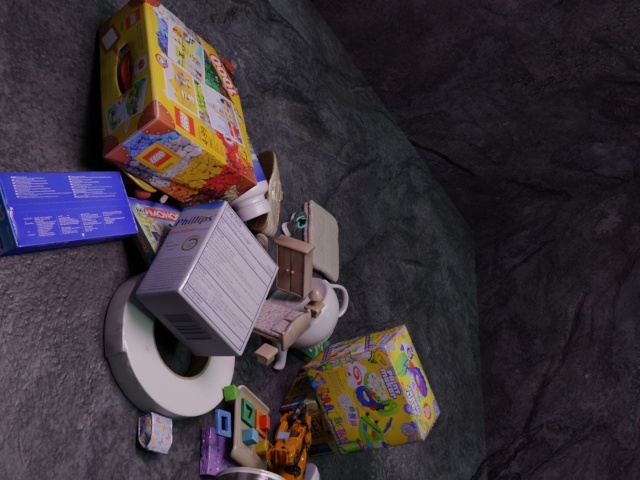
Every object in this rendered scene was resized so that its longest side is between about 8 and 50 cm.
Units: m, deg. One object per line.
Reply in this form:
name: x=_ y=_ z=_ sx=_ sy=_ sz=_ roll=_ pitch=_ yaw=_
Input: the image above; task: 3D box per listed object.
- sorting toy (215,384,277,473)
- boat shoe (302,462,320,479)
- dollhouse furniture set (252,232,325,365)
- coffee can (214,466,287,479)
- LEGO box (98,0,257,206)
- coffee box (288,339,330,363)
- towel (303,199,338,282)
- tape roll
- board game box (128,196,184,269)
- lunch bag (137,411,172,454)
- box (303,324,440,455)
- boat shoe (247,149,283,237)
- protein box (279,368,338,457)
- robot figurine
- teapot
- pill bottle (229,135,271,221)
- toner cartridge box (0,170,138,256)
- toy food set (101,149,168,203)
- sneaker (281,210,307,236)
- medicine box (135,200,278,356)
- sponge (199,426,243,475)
sorting toy: x=-0.173 y=0.506 z=1.777 sx=0.347 sy=0.047 sz=0.195 roll=57 pitch=26 yaw=-46
boat shoe: x=-0.067 y=0.779 z=1.813 sx=0.156 sy=0.136 sz=0.367 roll=67 pitch=19 yaw=-11
dollhouse furniture set: x=-0.170 y=0.139 z=1.878 sx=0.355 sy=0.304 sz=0.173 roll=-40 pitch=141 yaw=-49
coffee can: x=-0.182 y=0.706 z=1.569 sx=0.201 sy=0.202 sz=0.275 roll=48 pitch=34 yaw=-33
LEGO box: x=-0.394 y=-0.369 z=1.826 sx=0.372 sy=0.193 sz=0.499 roll=33 pitch=34 yaw=-48
coffee box: x=-0.035 y=0.349 z=2.220 sx=0.184 sy=0.041 sz=0.113 roll=44 pitch=38 yaw=-37
towel: x=0.000 y=0.000 z=2.507 sx=0.187 sy=0.049 sz=0.282 roll=36 pitch=44 yaw=-43
tape roll: x=-0.368 y=0.255 z=1.680 sx=0.392 sy=0.072 sz=0.391 roll=37 pitch=42 yaw=-44
board game box: x=-0.373 y=-0.004 z=1.790 sx=0.317 sy=0.046 sz=0.213 roll=10 pitch=42 yaw=-58
lunch bag: x=-0.384 y=0.449 z=1.546 sx=0.071 sy=0.053 sz=0.083 roll=37 pitch=32 yaw=-48
box: x=0.152 y=0.437 z=1.950 sx=0.177 sy=0.279 sz=0.289 roll=-28 pitch=98 yaw=-61
boat shoe: x=-0.179 y=-0.157 z=2.245 sx=0.098 sy=0.109 sz=0.302 roll=36 pitch=48 yaw=-53
protein box: x=0.007 y=0.523 z=2.080 sx=0.201 sy=0.136 sz=0.199 roll=60 pitch=30 yaw=-17
robot figurine: x=-0.082 y=0.571 z=1.844 sx=0.291 sy=0.085 sz=0.210 roll=-52 pitch=142 yaw=-77
teapot: x=-0.042 y=0.247 z=2.088 sx=0.252 sy=0.256 sz=0.187 roll=-90 pitch=160 yaw=-57
pill bottle: x=-0.254 y=-0.198 z=2.087 sx=0.152 sy=0.152 sz=0.271 roll=-30 pitch=98 yaw=-61
toner cartridge box: x=-0.583 y=-0.068 z=1.518 sx=0.348 sy=0.075 sz=0.165 roll=-10 pitch=80 yaw=-61
toy food set: x=-0.491 y=-0.166 z=1.736 sx=0.218 sy=0.071 sz=0.128 roll=46 pitch=19 yaw=-26
sneaker: x=-0.073 y=-0.064 z=2.390 sx=0.064 sy=0.076 sz=0.166 roll=62 pitch=29 yaw=-15
medicine box: x=-0.268 y=0.097 z=1.649 sx=0.263 sy=0.149 sz=0.289 roll=55 pitch=41 yaw=-37
sponge: x=-0.232 y=0.564 z=1.752 sx=0.210 sy=0.031 sz=0.117 roll=34 pitch=45 yaw=-48
